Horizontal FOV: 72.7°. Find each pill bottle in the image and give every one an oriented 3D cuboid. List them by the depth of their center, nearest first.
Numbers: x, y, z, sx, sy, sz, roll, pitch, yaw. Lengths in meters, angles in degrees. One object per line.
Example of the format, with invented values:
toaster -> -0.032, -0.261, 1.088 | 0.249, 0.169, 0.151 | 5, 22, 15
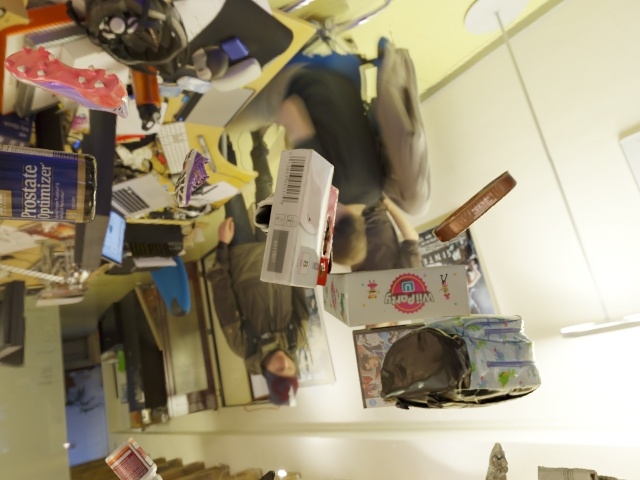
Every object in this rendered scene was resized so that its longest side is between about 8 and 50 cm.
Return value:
pill bottle -> -0.495, -0.093, 0.718 | 0.219, 0.123, 0.122 | 1, 161, -31
pill bottle -> -0.521, 0.640, 1.223 | 0.086, 0.152, 0.086 | -41, 178, -2

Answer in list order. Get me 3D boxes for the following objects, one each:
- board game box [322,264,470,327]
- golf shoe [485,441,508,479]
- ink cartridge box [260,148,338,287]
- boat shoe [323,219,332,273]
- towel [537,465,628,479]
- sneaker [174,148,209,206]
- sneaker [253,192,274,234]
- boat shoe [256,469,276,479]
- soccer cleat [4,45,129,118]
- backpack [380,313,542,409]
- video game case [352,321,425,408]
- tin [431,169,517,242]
board game box -> 0.132, 0.106, 0.891 | 0.223, 0.098, 0.303 | -4, 177, -8
golf shoe -> 0.570, 0.729, 1.401 | 0.069, 0.177, 0.086 | 8, -150, 16
ink cartridge box -> -0.003, -0.020, 0.692 | 0.066, 0.189, 0.232 | 6, 175, 28
boat shoe -> 0.000, 0.000, 1.042 | 0.073, 0.073, 0.207 | -34, 142, -23
towel -> 0.519, 0.617, 0.849 | 0.056, 0.313, 0.324 | 4, 155, 1
sneaker -> -0.322, -0.159, 1.116 | 0.071, 0.170, 0.068 | 25, 149, -29
sneaker -> -0.146, -0.084, 1.298 | 0.146, 0.123, 0.330 | -15, -176, -27
boat shoe -> -0.209, 0.862, 1.527 | 0.133, 0.042, 0.049 | -48, -151, -3
soccer cleat -> -0.483, -0.297, 0.830 | 0.247, 0.083, 0.095 | 15, 149, 9
backpack -> 0.361, 0.290, 1.048 | 0.355, 0.274, 0.290 | 17, 150, -18
video game case -> 0.249, 0.427, 1.479 | 0.247, 0.275, 0.035 | -8, -175, 8
tin -> 0.303, -0.064, 0.856 | 0.189, 0.040, 0.106 | -40, 171, 2
